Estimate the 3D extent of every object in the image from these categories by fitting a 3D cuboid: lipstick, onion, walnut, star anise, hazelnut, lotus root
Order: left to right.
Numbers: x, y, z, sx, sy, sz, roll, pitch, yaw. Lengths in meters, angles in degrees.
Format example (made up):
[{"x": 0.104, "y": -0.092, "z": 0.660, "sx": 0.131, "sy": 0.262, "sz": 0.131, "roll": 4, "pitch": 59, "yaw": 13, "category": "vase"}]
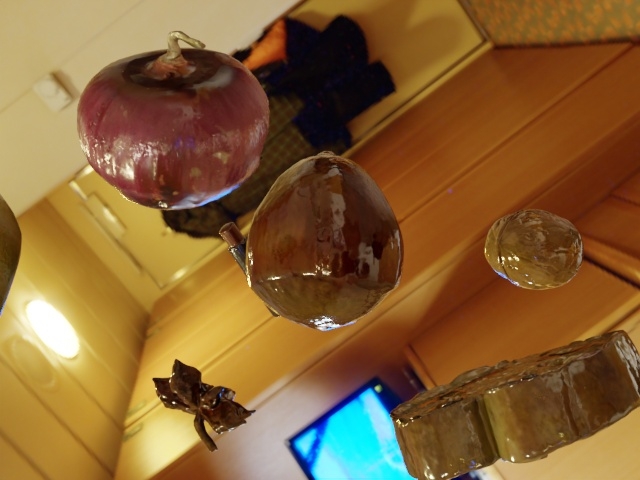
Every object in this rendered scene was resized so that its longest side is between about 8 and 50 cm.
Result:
[{"x": -0.135, "y": -0.111, "z": 0.728, "sx": 0.177, "sy": 0.177, "sz": 0.153, "roll": -122, "pitch": 9, "yaw": -69, "category": "onion"}, {"x": -0.224, "y": 0.302, "z": 1.486, "sx": 0.196, "sy": 0.111, "sz": 0.212, "roll": 42, "pitch": 174, "yaw": -13, "category": "star anise"}, {"x": -0.175, "y": 0.079, "z": 2.147, "sx": 0.300, "sy": 0.081, "sz": 0.081, "roll": 58, "pitch": 180, "yaw": -19, "category": "lipstick"}, {"x": 0.000, "y": 0.000, "z": 1.798, "sx": 0.421, "sy": 0.352, "sz": 0.421, "roll": 172, "pitch": 90, "yaw": -82, "category": "hazelnut"}, {"x": 0.285, "y": 0.229, "z": 1.146, "sx": 0.375, "sy": 0.390, "sz": 0.111, "roll": -19, "pitch": -98, "yaw": -49, "category": "lotus root"}, {"x": 0.430, "y": 0.018, "z": 1.580, "sx": 0.207, "sy": 0.167, "sz": 0.167, "roll": 9, "pitch": -153, "yaw": -29, "category": "walnut"}]

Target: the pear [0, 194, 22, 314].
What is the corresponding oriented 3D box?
[{"x": -0.635, "y": 0.058, "z": 1.383, "sx": 0.165, "sy": 0.399, "sz": 0.399, "roll": 20, "pitch": -163, "yaw": -23, "category": "pear"}]
